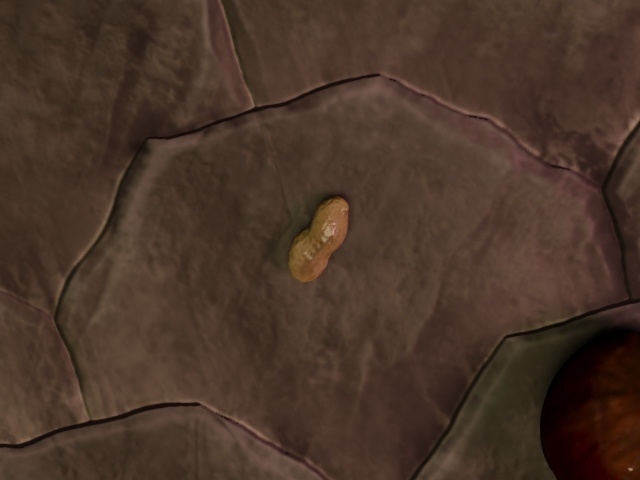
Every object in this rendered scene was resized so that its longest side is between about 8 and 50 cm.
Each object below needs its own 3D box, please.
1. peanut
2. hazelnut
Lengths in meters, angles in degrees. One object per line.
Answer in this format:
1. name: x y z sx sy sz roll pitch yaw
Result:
1. peanut: 0.000 0.000 1.421 0.037 0.037 0.083 34 108 -4
2. hazelnut: 0.275 0.164 1.382 0.170 0.160 0.201 -50 58 10
